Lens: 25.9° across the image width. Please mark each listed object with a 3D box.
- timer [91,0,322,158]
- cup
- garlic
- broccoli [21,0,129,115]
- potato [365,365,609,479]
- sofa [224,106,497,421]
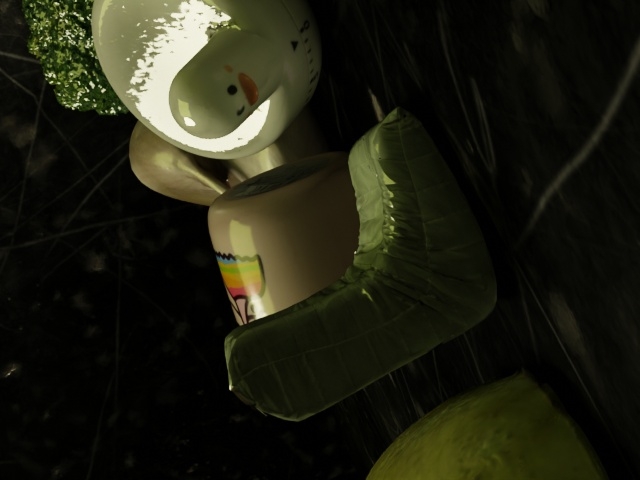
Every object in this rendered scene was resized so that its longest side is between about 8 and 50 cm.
[{"bbox_3d":[-0.119,-0.179,1.342,0.234,0.240,0.233,20,136,20],"label":"timer"},{"bbox_3d":[-0.023,0.026,1.444,0.253,0.192,0.200,0,113,59],"label":"cup"},{"bbox_3d":[-0.106,-0.090,1.646,0.340,0.232,0.245,-114,4,-69],"label":"garlic"},{"bbox_3d":[-0.201,-0.297,1.578,0.283,0.321,0.303,-15,-90,-65],"label":"broccoli"},{"bbox_3d":[0.125,0.256,1.071,0.330,0.213,0.280,62,174,23],"label":"potato"},{"bbox_3d":[0.007,0.024,1.116,0.176,0.225,0.210,62,177,-2],"label":"sofa"}]
